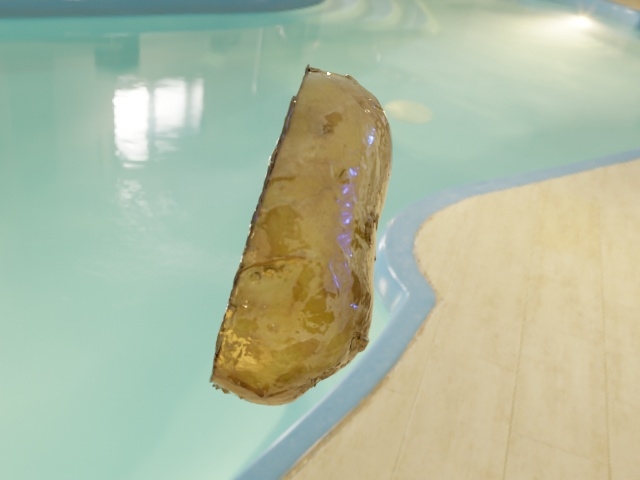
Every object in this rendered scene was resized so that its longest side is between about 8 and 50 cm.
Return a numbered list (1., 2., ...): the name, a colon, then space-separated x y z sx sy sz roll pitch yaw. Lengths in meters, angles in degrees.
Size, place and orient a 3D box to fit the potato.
1. potato: 0.000 0.000 0.414 0.081 0.164 0.201 14 70 -1
